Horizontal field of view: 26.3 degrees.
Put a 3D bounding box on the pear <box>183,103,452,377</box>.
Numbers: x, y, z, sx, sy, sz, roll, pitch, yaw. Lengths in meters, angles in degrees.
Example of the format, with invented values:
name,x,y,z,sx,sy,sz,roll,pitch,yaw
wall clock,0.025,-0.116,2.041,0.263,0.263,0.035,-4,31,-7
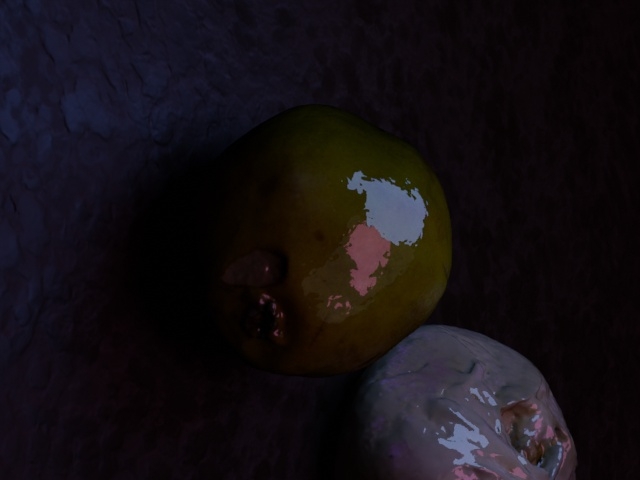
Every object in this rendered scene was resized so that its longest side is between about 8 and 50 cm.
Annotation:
name,x,y,z,sx,sy,sz,roll,pitch,yaw
pear,0.000,0.000,1.370,0.269,0.269,0.321,60,31,-27

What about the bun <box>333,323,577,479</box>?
name,x,y,z,sx,sy,sz,roll,pitch,yaw
bun,0.177,0.265,1.592,0.361,0.213,0.361,16,70,-50
